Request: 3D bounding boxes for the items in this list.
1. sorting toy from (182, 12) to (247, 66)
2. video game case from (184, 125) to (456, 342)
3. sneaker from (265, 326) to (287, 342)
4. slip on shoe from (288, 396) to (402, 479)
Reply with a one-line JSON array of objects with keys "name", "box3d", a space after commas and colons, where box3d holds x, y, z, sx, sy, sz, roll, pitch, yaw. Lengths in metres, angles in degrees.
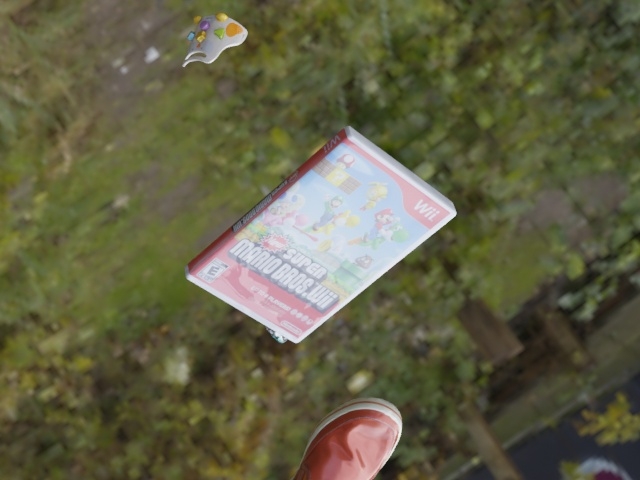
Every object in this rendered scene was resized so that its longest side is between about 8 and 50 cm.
[{"name": "sorting toy", "box3d": [-0.152, -0.261, 2.002, 0.083, 0.045, 0.075, -2, -130, 37]}, {"name": "video game case", "box3d": [0.000, 0.000, 1.864, 0.285, 0.025, 0.204, -40, 129, 21]}, {"name": "sneaker", "box3d": [-0.051, 0.060, 2.037, 0.076, 0.166, 0.065, -17, -154, -17]}, {"name": "slip on shoe", "box3d": [0.011, 0.356, 2.149, 0.331, 0.123, 0.101, -53, -156, 23]}]
